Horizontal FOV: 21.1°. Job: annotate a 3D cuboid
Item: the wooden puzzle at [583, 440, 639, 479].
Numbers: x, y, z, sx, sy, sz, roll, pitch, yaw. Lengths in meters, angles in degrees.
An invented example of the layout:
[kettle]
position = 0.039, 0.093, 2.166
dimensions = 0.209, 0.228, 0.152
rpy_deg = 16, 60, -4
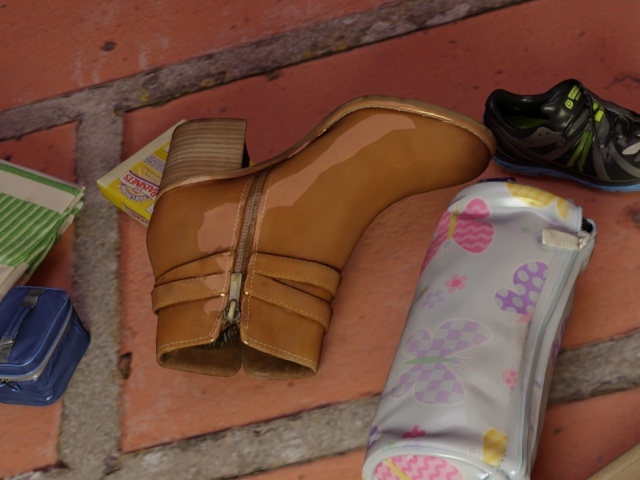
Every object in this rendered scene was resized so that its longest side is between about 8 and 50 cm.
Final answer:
[wooden puzzle]
position = 0.289, 0.229, 1.024
dimensions = 0.348, 0.080, 0.322
rpy_deg = -36, 42, -9

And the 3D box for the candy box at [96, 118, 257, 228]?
[candy box]
position = -0.100, -0.036, 1.509
dimensions = 0.105, 0.027, 0.206
rpy_deg = -39, 44, -18

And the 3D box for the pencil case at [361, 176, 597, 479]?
[pencil case]
position = 0.118, 0.082, 1.222
dimensions = 0.124, 0.113, 0.273
rpy_deg = -3, 44, 28

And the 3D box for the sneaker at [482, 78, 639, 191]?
[sneaker]
position = 0.215, -0.089, 1.392
dimensions = 0.188, 0.078, 0.067
rpy_deg = 8, 49, 29

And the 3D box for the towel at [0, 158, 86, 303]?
[towel]
position = -0.378, 0.025, 1.479
dimensions = 0.247, 0.038, 0.325
rpy_deg = 19, 46, 12

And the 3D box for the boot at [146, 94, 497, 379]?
[boot]
position = 0.000, 0.000, 1.364
dimensions = 0.283, 0.109, 0.220
rpy_deg = 0, 57, 3

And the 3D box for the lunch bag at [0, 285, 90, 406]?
[lunch bag]
position = -0.240, 0.086, 1.409
dimensions = 0.067, 0.065, 0.098
rpy_deg = 0, 45, 24
